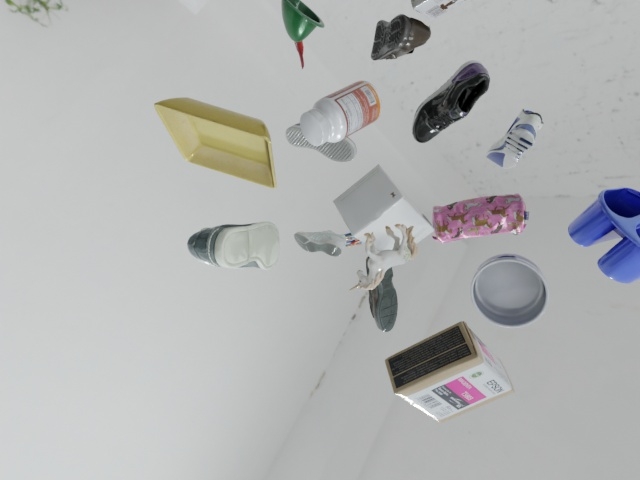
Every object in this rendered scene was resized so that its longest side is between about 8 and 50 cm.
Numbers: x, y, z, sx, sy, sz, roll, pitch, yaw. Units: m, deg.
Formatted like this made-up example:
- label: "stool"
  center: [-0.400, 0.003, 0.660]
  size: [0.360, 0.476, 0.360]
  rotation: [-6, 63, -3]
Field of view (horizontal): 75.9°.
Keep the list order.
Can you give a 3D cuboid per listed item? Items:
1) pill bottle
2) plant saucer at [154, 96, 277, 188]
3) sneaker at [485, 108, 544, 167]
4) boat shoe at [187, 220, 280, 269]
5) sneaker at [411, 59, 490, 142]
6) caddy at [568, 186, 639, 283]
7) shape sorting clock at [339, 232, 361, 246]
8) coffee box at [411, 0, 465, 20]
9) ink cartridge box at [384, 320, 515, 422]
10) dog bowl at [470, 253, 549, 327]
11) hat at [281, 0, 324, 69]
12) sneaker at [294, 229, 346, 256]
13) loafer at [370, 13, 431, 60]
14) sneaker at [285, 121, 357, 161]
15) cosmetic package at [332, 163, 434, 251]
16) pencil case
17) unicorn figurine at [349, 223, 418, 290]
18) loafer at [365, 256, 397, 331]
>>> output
- label: "pill bottle"
  center: [0.054, -0.339, 1.106]
  size: [0.216, 0.121, 0.121]
  rotation: [-34, -161, -27]
- label: "plant saucer"
  center: [-0.283, -0.299, 1.237]
  size: [0.333, 0.332, 0.081]
  rotation: [100, 8, -74]
- label: "sneaker"
  center: [0.840, -0.438, 1.726]
  size: [0.182, 0.127, 0.315]
  rotation: [-53, 174, -10]
- label: "boat shoe"
  center: [-0.182, 0.010, 0.943]
  size: [0.098, 0.319, 0.117]
  rotation: [4, -89, 17]
- label: "sneaker"
  center: [0.376, -0.391, 1.218]
  size: [0.283, 0.107, 0.124]
  rotation: [-50, -157, 38]
- label: "caddy"
  center: [0.860, -0.031, 1.118]
  size: [0.241, 0.341, 0.179]
  rotation: [62, -38, 27]
- label: "shape sorting clock"
  center: [0.130, 0.003, 1.660]
  size: [0.206, 0.206, 0.041]
  rotation: [-22, -111, 42]
- label: "coffee box"
  center: [0.285, -0.552, 0.766]
  size: [0.246, 0.141, 0.098]
  rotation: [-15, 179, 41]
- label: "ink cartridge box"
  center: [0.283, 0.295, 0.893]
  size: [0.193, 0.234, 0.088]
  rotation: [-33, -140, 20]
- label: "dog bowl"
  center: [0.704, 0.185, 1.538]
  size: [0.264, 0.265, 0.104]
  rotation: [-36, 175, 26]
- label: "hat"
  center: [-0.100, -0.678, 1.352]
  size: [0.183, 0.208, 0.173]
  rotation: [-47, -156, 32]
- label: "sneaker"
  center: [0.000, 0.000, 1.095]
  size: [0.152, 0.054, 0.061]
  rotation: [13, -134, 27]
- label: "loafer"
  center: [0.162, -0.411, 0.851]
  size: [0.220, 0.078, 0.080]
  rotation: [-110, -152, -65]
- label: "sneaker"
  center: [0.022, -0.416, 1.653]
  size: [0.321, 0.126, 0.127]
  rotation: [24, -136, 24]
- label: "cosmetic package"
  center: [0.225, -0.079, 1.378]
  size: [0.197, 0.365, 0.155]
  rotation: [-37, -120, 15]
- label: "pencil case"
  center: [0.668, -0.092, 1.751]
  size: [0.385, 0.160, 0.167]
  rotation: [-7, -141, 17]
- label: "unicorn figurine"
  center: [0.122, 0.033, 0.813]
  size: [0.161, 0.111, 0.060]
  rotation: [-16, -172, 1]
- label: "loafer"
  center: [0.207, 0.179, 1.422]
  size: [0.084, 0.096, 0.268]
  rotation: [5, -79, 56]
